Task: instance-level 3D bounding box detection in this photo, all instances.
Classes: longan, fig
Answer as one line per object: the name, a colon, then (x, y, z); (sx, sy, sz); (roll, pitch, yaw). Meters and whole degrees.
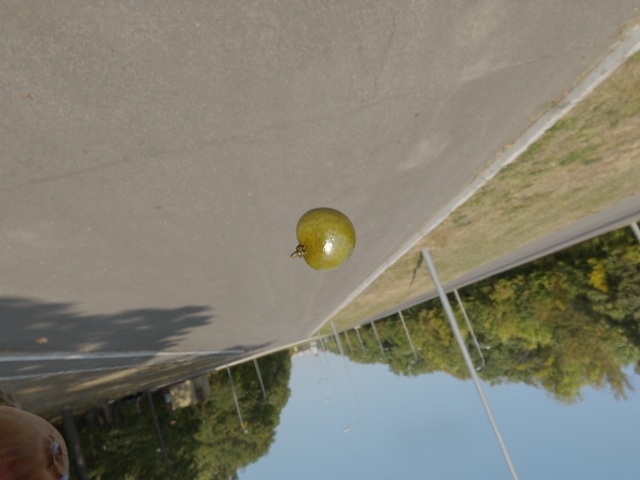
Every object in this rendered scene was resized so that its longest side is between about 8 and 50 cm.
longan: (0.000, 0.000, 0.469); (0.083, 0.075, 0.075); (-23, 169, -25)
fig: (-0.393, 0.289, 0.455); (0.205, 0.205, 0.205); (-17, 166, -4)

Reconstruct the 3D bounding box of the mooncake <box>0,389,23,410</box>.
mooncake: (-0.648, 0.319, 0.704); (0.228, 0.124, 0.228); (5, 134, 6)
